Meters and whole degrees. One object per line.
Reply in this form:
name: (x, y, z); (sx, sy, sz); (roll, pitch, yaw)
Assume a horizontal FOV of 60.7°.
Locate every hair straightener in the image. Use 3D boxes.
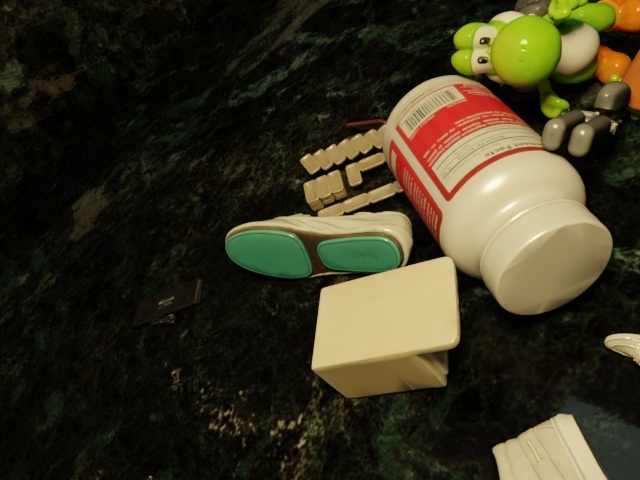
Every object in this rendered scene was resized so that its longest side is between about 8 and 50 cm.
hair straightener: (0.159, -0.234, 1.252); (0.231, 0.047, 0.088); (2, 71, 29)

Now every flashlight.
flashlight: (0.454, -0.428, 1.173); (0.103, 0.103, 0.303); (15, 58, 12)

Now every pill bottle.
pill bottle: (0.269, -0.085, 0.891); (0.229, 0.229, 0.407); (-30, 42, 8)

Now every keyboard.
keyboard: (-0.352, 0.156, 1.256); (0.180, 0.023, 0.108); (-23, 37, 17)

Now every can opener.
can opener: (0.410, -0.189, 0.841); (0.074, 0.093, 0.280); (20, 31, 30)

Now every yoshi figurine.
yoshi figurine: (0.410, -0.327, 0.944); (0.363, 0.203, 0.203); (-11, 81, -19)

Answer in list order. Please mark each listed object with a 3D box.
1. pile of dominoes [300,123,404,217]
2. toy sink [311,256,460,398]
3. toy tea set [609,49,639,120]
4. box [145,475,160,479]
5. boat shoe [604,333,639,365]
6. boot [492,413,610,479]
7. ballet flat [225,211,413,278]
pile of dominoes: (0.085, -0.147, 1.215); (0.251, 0.040, 0.195); (-20, 56, 12)
toy sink: (0.123, 0.144, 0.859); (0.234, 0.131, 0.152); (-18, 45, 27)
toy tea set: (0.622, -0.202, 0.872); (0.200, 0.124, 0.335); (-2, 42, -5)
box: (-0.161, 0.432, 0.754); (0.045, 0.184, 0.191); (-46, 41, -6)
boat shoe: (0.428, 0.149, 0.718); (0.100, 0.035, 0.035); (6, 54, 30)
boot: (0.288, 0.332, 0.619); (0.124, 0.095, 0.258); (-31, 33, 16)
ballet flat: (0.000, 0.000, 1.095); (0.401, 0.139, 0.139); (-1, 53, 29)
